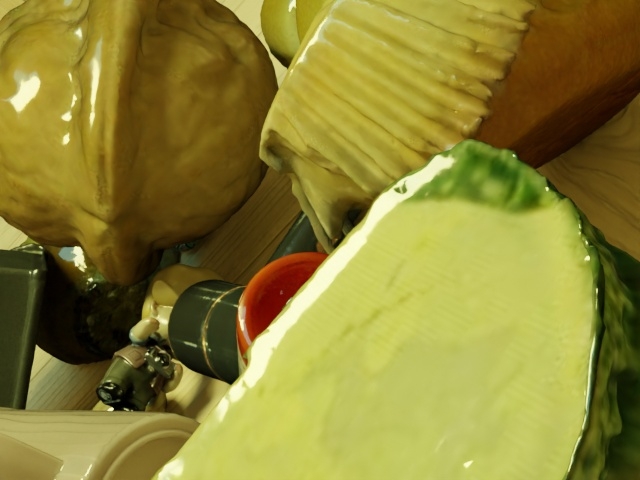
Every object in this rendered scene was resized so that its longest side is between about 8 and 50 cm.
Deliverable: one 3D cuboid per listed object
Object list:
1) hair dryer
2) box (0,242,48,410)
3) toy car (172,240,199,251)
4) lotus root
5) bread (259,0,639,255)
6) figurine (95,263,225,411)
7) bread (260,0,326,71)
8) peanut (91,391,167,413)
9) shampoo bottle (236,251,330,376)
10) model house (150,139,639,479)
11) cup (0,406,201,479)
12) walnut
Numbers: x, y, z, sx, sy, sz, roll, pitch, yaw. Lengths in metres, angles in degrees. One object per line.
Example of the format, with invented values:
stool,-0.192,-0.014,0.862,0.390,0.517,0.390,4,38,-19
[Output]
hair dryer,0.000,0.000,1.009,0.189,0.107,0.352,8,59,53
box,-0.448,0.172,1.137,0.251,0.205,0.345,-162,81,-74
toy car,-0.168,-0.051,1.309,0.142,0.069,0.055,-57,-10,-6
lotus root,-0.334,0.049,1.348,0.267,0.149,0.260,-49,30,11
bread,0.128,-0.125,0.738,0.389,0.183,0.236,-35,-22,-48
figurine,-0.169,0.108,1.061,0.108,0.114,0.196,-28,19,42
bread,0.084,-0.301,1.093,0.300,0.210,0.341,-56,31,-1
peanut,-0.260,0.238,1.110,0.228,0.086,0.104,-38,25,20
shampoo bottle,-0.012,0.116,0.771,0.278,0.104,0.104,95,-168,-61
model house,0.096,0.156,0.544,0.321,0.266,0.261,-51,32,2
cup,-0.243,0.234,0.891,0.273,0.288,0.208,-8,25,39
walnut,-0.230,-0.140,1.116,0.384,0.384,0.383,-34,36,28
